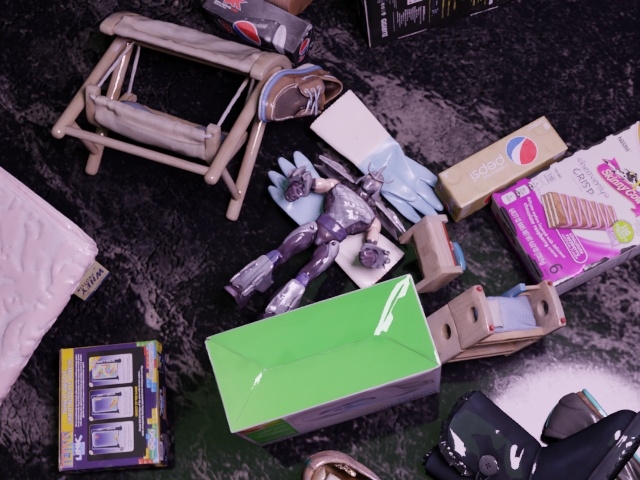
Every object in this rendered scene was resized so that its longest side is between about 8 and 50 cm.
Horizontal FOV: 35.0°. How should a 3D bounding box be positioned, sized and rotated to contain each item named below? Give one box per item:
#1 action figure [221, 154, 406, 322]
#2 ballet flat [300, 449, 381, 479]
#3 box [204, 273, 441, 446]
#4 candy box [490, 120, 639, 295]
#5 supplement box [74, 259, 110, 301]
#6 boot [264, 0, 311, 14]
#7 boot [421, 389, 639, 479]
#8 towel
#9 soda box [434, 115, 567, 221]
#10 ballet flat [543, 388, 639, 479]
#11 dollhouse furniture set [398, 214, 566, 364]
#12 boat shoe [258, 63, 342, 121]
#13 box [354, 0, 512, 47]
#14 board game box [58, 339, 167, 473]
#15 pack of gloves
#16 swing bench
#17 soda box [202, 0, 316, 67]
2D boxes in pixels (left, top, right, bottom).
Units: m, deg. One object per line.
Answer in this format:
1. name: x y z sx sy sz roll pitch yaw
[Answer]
1. action figure: 0.000 0.000 1.385 0.185 0.099 0.285 40 77 13
2. ballet flat: 0.102 0.375 1.280 0.316 0.106 0.108 30 78 14
3. box: 0.011 0.159 1.293 0.262 0.231 0.127 -17 72 0
4. candy box: 0.375 -0.040 1.401 0.233 0.071 0.159 -27 71 -3
5. supplement box: -0.360 0.034 1.450 0.083 0.083 0.056 37 81 15
6. boot: -0.043 -0.504 1.589 0.220 0.109 0.283 38 87 20
7. boot: 0.260 0.254 1.262 0.207 0.094 0.246 41 111 23
8. towel: -0.505 0.053 1.424 0.317 0.053 0.332 38 103 16
9. soda box: 0.253 -0.101 1.430 0.181 0.058 0.061 -29 73 -11
10. ballet flat: 0.393 0.316 1.283 0.096 0.095 0.280 -43 63 2
11. dollhouse furniture set: 0.211 0.051 1.334 0.129 0.129 0.184 -3 68 -30
12. boat shoe: -0.025 -0.212 1.453 0.066 0.066 0.183 19 33 20
13. box: 0.169 -0.407 1.409 0.257 0.322 0.079 -19 73 0
14. board game box: -0.286 0.230 1.399 0.141 0.048 0.170 -6 72 7
15. pack of gloves: 0.052 -0.070 1.471 0.195 0.046 0.232 -43 82 -9
16. swing bench: -0.205 -0.201 1.467 0.253 0.165 0.255 17 75 12
17. soda box: -0.094 -0.332 1.554 0.169 0.053 0.060 29 78 14
